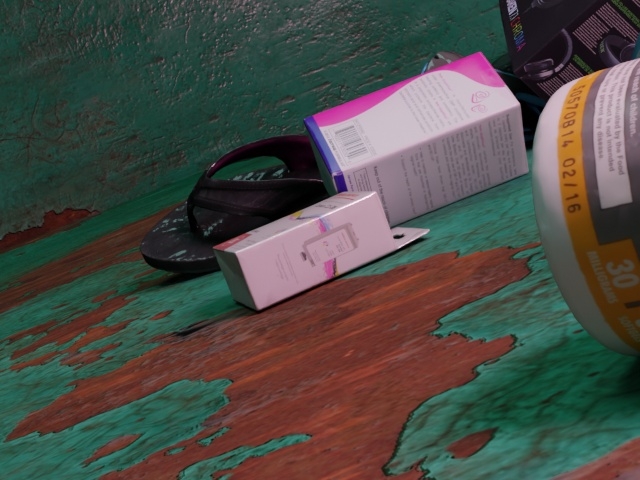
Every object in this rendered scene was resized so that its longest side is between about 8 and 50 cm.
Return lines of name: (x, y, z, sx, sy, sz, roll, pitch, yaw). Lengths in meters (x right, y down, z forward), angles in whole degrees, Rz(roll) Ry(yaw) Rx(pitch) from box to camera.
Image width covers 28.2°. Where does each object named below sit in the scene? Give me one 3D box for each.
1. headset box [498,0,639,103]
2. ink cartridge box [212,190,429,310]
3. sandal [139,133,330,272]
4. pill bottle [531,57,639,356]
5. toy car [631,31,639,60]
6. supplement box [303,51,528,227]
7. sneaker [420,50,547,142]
headset box: (0.374, -0.314, 1.583, 0.283, 0.131, 0.246, -41, 24, 26)
ink cartridge box: (0.000, 0.000, 1.311, 0.198, 0.067, 0.115, -23, 9, -14)
sandal: (-0.037, -0.080, 1.602, 0.445, 0.107, 0.167, -18, 32, 18)
pill bottle: (0.261, -0.039, 0.639, 0.278, 0.162, 0.162, -15, 11, 37)
toy car: (0.335, -0.135, 0.976, 0.219, 0.210, 0.238, 7, -14, 2)
supplement box: (0.109, -0.107, 1.438, 0.220, 0.114, 0.111, -22, 45, -3)
sneaker: (0.253, -0.173, 1.701, 0.139, 0.125, 0.341, 33, 25, 26)
